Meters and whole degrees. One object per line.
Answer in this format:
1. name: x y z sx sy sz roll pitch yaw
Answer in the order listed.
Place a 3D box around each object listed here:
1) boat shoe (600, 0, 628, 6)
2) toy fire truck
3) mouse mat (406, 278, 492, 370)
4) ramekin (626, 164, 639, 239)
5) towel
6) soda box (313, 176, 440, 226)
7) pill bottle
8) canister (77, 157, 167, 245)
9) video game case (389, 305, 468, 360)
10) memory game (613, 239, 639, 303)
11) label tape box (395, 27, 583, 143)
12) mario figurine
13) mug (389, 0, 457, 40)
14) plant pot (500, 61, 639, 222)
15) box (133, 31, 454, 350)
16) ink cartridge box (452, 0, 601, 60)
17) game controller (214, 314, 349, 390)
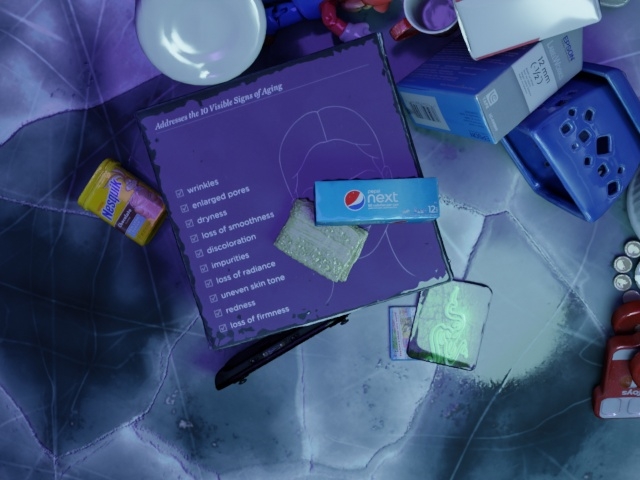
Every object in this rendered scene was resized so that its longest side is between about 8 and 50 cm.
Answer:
1. boat shoe: 0.513 -0.531 1.512 0.228 0.068 0.081 21 128 5
2. toy fire truck: 0.718 0.264 1.521 0.303 0.169 0.253 -3 127 5
3. mouse mat: 0.277 0.177 1.611 0.153 0.007 0.189 12 97 4
4. ramekin: 0.755 -0.087 1.458 0.278 0.135 0.277 -2 79 9
5. towel: 0.000 0.000 1.334 0.148 0.027 0.110 28 97 1
6. soda box: 0.094 -0.065 1.287 0.210 0.067 0.071 -2 84 -4
7. pill bottle: -0.232 -0.475 1.409 0.224 0.392 0.224 -6 130 -8
8. canister: -0.423 -0.082 1.638 0.170 0.073 0.126 34 98 0
9. video game case: 0.235 0.201 1.629 0.167 0.015 0.119 -1 96 5
10. memory game: 0.701 0.071 1.549 0.186 0.012 0.186 4 101 21
11. label tape box: 0.354 -0.342 1.431 0.348 0.249 0.115 -38 119 -14
12. mario figurine: 0.018 -0.486 1.531 0.321 0.170 0.198 -6 117 22
13. mug: 0.215 -0.458 1.491 0.150 0.169 0.113 -3 98 15
14. plant pot: 0.489 -0.208 1.440 0.212 0.236 0.236 -39 111 2
15. box: -0.041 -0.094 1.486 0.480 0.297 0.471 -17 95 5
16. ink cartridge box: 0.375 -0.470 1.359 0.226 0.306 0.131 -15 122 26
17. game controller: -0.078 0.223 1.584 0.319 0.166 0.067 -32 93 8
